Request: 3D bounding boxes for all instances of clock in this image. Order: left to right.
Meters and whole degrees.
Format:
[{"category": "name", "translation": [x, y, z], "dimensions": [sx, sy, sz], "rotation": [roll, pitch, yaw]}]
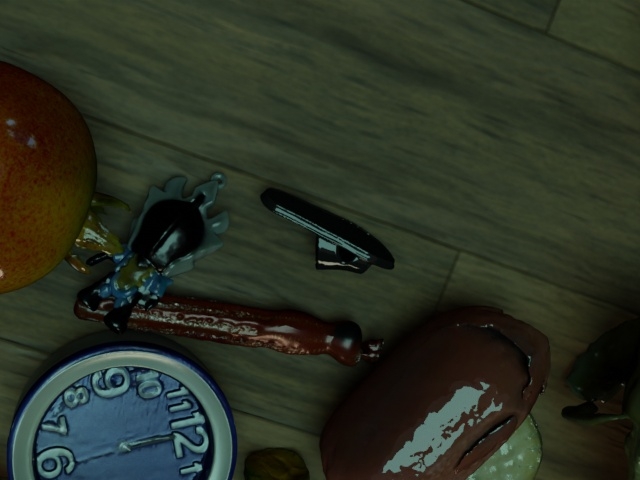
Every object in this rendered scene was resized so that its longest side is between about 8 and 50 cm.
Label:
[{"category": "clock", "translation": [-0.205, 0.211, 1.057], "dimensions": [0.230, 0.083, 0.230], "rotation": [-2, 97, -15]}]

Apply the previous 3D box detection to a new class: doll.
[{"category": "doll", "translation": [-0.160, 0.004, 1.030], "dimensions": [0.096, 0.070, 0.195], "rotation": [39, 73, 4]}]

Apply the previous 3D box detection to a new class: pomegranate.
[{"category": "pomegranate", "translation": [-0.298, -0.047, 0.933], "dimensions": [0.256, 0.221, 0.221], "rotation": [25, 96, -29]}]

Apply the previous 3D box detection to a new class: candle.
[{"category": "candle", "translation": [-0.092, 0.087, 1.075], "dimensions": [0.329, 0.048, 0.051], "rotation": [10, 107, -10]}]

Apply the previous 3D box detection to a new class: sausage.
[{"category": "sausage", "translation": [0.119, 0.180, 1.072], "dimensions": [0.279, 0.152, 0.152], "rotation": [-43, 104, 3]}]

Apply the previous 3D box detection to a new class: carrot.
[{"category": "carrot", "translation": [-0.040, 0.318, 1.112], "dimensions": [0.082, 0.082, 0.173], "rotation": [-6, 102, -8]}]

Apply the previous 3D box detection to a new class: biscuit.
[{"category": "biscuit", "translation": [0.184, 0.245, 1.164], "dimensions": [0.152, 0.020, 0.152], "rotation": [-2, 101, -8]}]

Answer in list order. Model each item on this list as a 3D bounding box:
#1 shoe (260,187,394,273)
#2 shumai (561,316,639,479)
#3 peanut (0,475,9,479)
[{"category": "shoe", "translation": [0.000, 0.000, 1.070], "dimensions": [0.159, 0.062, 0.053], "rotation": [29, 108, -14]}, {"category": "shumai", "translation": [0.420, 0.226, 1.025], "dimensions": [0.395, 0.395, 0.348], "rotation": [-41, 104, 0]}, {"category": "peanut", "translation": [-0.433, 0.275, 1.024], "dimensions": [0.253, 0.122, 0.137], "rotation": [-13, 120, -10]}]
